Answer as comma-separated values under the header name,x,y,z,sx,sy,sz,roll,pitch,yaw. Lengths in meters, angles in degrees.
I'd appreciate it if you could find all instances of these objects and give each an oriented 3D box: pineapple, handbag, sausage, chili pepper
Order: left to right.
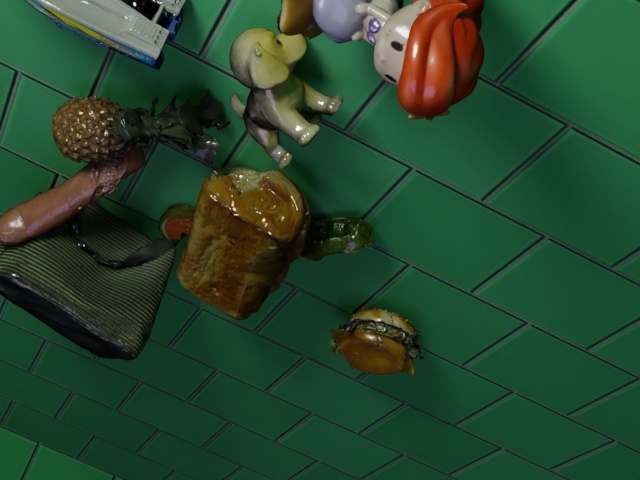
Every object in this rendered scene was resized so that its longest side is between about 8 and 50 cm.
name,x,y,z,sx,sy,sz,roll,pitch,yaw
sausage,-0.428,-0.079,1.927,0.304,0.078,0.078,-32,130,11
handbag,-0.444,0.055,2.100,0.340,0.240,0.247,35,157,-23
pineapple,-0.289,-0.176,1.807,0.277,0.119,0.130,0,125,24
chili pepper,0.000,0.003,1.963,0.204,0.072,0.073,-12,128,43

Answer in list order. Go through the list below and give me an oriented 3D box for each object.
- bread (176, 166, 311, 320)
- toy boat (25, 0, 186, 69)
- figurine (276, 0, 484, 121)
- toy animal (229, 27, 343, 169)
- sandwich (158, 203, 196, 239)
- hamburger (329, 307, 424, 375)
name,x,y,z,sx,sy,sz,roll,pitch,yaw
bread,-0.131,-0.004,1.943,0.195,0.149,0.344,31,146,1
toy boat,-0.334,-0.350,1.548,0.295,0.129,0.088,26,147,-9
figurine,0.100,-0.269,1.372,0.257,0.208,0.181,37,111,22
toy animal,-0.058,-0.211,1.637,0.168,0.121,0.233,35,158,5
sandwich,-0.260,-0.035,2.079,0.067,0.029,0.135,31,148,-21
hamburger,0.107,0.191,2.172,0.189,0.093,0.164,6,144,17
